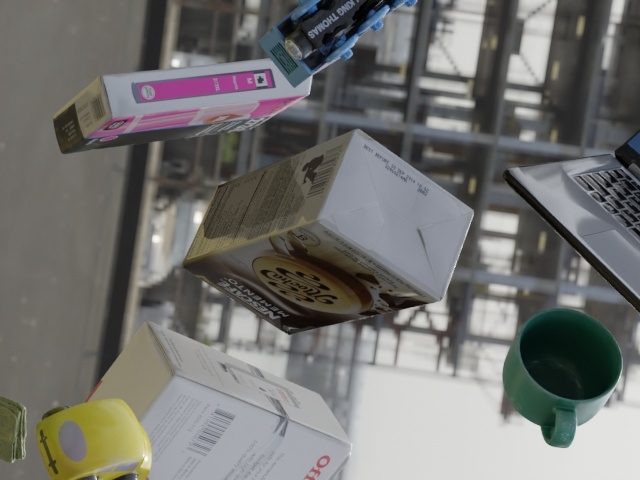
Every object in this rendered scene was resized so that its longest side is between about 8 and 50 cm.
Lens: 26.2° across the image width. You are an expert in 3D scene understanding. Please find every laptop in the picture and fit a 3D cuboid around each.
[{"bbox_3d":[0.495,-0.049,1.553,0.408,0.382,0.236,-10,140,-49],"label":"laptop"}]

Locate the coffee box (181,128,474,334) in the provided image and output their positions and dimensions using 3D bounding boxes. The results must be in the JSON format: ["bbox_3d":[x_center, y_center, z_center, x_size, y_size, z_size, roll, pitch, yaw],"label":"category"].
[{"bbox_3d":[0.000,0.000,1.495,0.297,0.168,0.118,-18,-136,57],"label":"coffee box"}]

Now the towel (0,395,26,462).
[{"bbox_3d":[-0.519,0.277,2.118,0.027,0.148,0.110,-49,153,-61],"label":"towel"}]

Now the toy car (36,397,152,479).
[{"bbox_3d":[-0.209,0.117,0.901,0.053,0.225,0.239,-36,-171,24],"label":"toy car"}]

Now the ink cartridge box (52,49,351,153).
[{"bbox_3d":[-0.148,-0.184,1.809,0.176,0.371,0.069,-22,-98,58],"label":"ink cartridge box"}]

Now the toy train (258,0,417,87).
[{"bbox_3d":[0.025,-0.236,1.406,0.184,0.080,0.105,-42,-172,-23],"label":"toy train"}]

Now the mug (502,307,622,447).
[{"bbox_3d":[0.274,0.167,1.630,0.158,0.129,0.097,-42,161,-32],"label":"mug"}]

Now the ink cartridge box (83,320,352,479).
[{"bbox_3d":[-0.137,0.246,1.623,0.207,0.283,0.117,-53,-143,13],"label":"ink cartridge box"}]
